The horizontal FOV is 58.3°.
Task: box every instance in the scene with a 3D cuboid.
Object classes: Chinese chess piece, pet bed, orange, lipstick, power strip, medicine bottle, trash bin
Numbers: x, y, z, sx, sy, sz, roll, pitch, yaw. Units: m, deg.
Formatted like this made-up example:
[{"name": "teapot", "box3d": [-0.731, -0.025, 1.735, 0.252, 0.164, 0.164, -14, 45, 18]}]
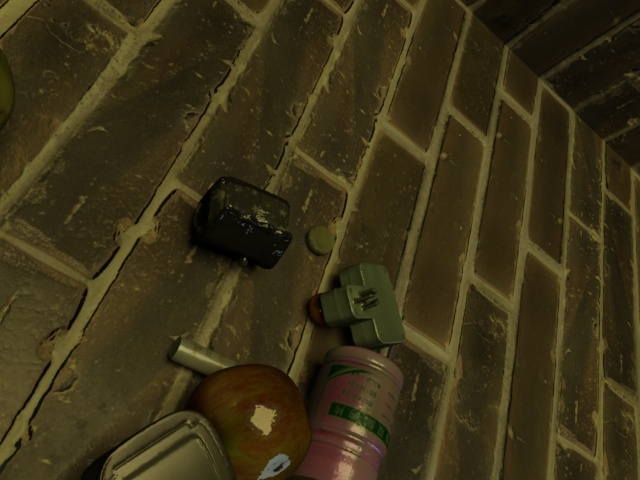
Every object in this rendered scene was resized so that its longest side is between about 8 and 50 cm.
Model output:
[{"name": "Chinese chess piece", "box3d": [0.000, 0.000, 1.614, 0.084, 0.034, 0.084, 17, 58, -30]}, {"name": "pet bed", "box3d": [-0.195, -0.026, 1.387, 0.210, 0.183, 0.159, 23, 52, -30]}, {"name": "orange", "box3d": [0.000, 0.182, 1.514, 0.086, 0.062, 0.086, 33, 43, -38]}, {"name": "lipstick", "box3d": [-0.216, 0.296, 1.303, 0.264, 0.059, 0.059, 31, 54, -23]}, {"name": "power strip", "box3d": [0.132, 0.168, 1.531, 0.261, 0.141, 0.230, 11, 61, -54]}, {"name": "medicine bottle", "box3d": [0.061, 0.435, 1.347, 0.212, 0.212, 0.326, 37, 52, -18]}, {"name": "trash bin", "box3d": [-0.309, 0.447, 1.039, 0.219, 0.250, 0.219, -23, 86, -41]}]

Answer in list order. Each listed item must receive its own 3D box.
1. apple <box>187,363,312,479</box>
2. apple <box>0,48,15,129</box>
[{"name": "apple", "box3d": [-0.138, 0.381, 1.187, 0.264, 0.264, 0.265, 16, 61, -31]}, {"name": "apple", "box3d": [-0.720, -0.299, 1.080, 0.279, 0.279, 0.279, 16, 61, -31]}]
